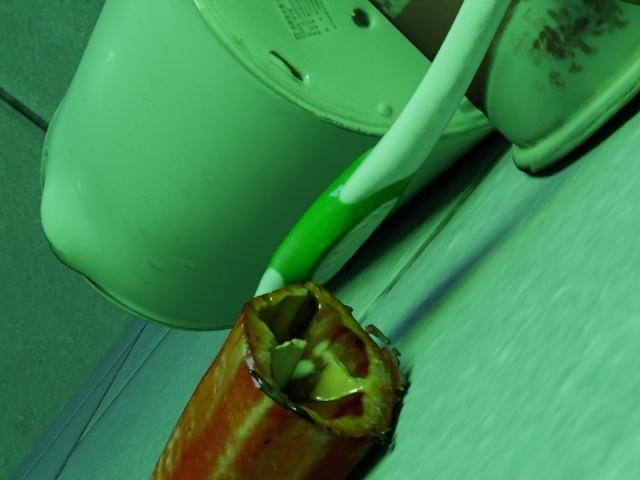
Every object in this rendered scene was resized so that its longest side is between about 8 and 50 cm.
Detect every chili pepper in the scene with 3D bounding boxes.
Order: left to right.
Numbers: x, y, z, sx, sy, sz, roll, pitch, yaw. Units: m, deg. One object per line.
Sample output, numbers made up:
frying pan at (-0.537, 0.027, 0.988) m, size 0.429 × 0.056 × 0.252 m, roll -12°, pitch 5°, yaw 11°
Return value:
chili pepper at (-0.042, 0.098, 0.565) m, size 0.169 × 0.065 × 0.088 m, roll -54°, pitch 4°, yaw 27°

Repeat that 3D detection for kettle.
kettle at (-0.011, -0.106, 0.838) m, size 0.265 × 0.205 × 0.318 m, roll -59°, pitch 6°, yaw -30°

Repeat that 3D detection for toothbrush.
toothbrush at (0.004, 0.003, 0.580) m, size 0.042 × 0.040 × 0.418 m, roll -29°, pitch -27°, yaw -45°

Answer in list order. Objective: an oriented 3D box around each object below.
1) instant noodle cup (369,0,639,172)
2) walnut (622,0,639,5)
instant noodle cup at (0.081, -0.167, 0.588) m, size 0.235 × 0.178 × 0.235 m, roll -54°, pitch 5°, yaw 7°
walnut at (0.102, -0.112, 0.295) m, size 0.166 × 0.149 × 0.166 m, roll -25°, pitch 11°, yaw 5°
